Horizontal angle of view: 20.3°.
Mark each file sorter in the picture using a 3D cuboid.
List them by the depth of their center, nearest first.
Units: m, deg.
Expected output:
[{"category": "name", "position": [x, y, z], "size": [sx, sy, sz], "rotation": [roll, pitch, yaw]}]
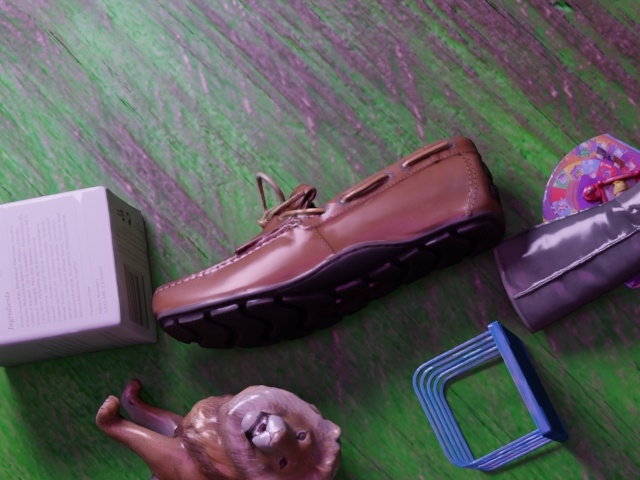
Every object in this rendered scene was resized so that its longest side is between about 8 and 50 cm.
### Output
[{"category": "file sorter", "position": [0.169, 0.163, 1.786], "size": [0.104, 0.170, 0.118], "rotation": [-27, 76, 9]}]

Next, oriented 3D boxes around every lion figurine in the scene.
[{"category": "lion figurine", "position": [-0.158, 0.301, 1.855], "size": [0.240, 0.142, 0.392], "rotation": [31, 101, 7]}]

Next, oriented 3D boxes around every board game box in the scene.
[{"category": "board game box", "position": [0.314, -0.033, 1.862], "size": [0.168, 0.033, 0.133], "rotation": [30, 86, 14]}]

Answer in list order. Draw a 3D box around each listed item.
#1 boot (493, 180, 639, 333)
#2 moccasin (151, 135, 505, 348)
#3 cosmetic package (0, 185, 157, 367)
[{"category": "boot", "position": [0.298, 0.039, 1.810], "size": [0.208, 0.076, 0.190], "rotation": [-29, 66, 13]}, {"category": "moccasin", "position": [-0.001, -0.001, 1.864], "size": [0.380, 0.139, 0.147], "rotation": [-26, 62, 10]}, {"category": "cosmetic package", "position": [-0.286, 0.042, 1.899], "size": [0.183, 0.151, 0.151], "rotation": [-9, 78, 8]}]
